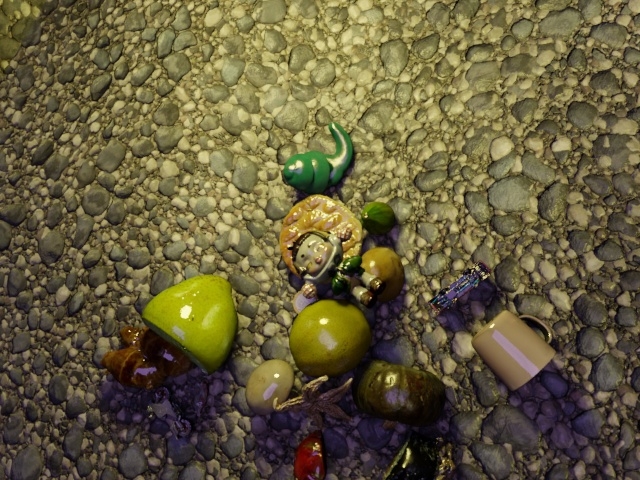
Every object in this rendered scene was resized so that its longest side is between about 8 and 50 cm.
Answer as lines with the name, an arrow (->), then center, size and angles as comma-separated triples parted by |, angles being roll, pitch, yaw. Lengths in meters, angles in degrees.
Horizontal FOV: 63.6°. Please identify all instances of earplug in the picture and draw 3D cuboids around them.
earplug -> -0.011, -0.292, 1.921 | 0.164, 0.280, 0.257 | 45, 131, 34

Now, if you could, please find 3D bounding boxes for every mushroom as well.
mushroom -> -0.161, 0.525, 1.854 | 0.206, 0.209, 0.206 | -17, 69, 53

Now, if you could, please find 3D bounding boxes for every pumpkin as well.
pumpkin -> 0.246, 0.531, 1.722 | 0.325, 0.232, 0.241 | 6, 87, 17

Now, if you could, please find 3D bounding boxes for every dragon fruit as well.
dragon fruit -> -0.041, 0.757, 1.812 | 0.121, 0.127, 0.160 | -5, 80, 3

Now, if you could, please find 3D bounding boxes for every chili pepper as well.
chili pepper -> -0.458, 0.589, 1.973 | 0.050, 0.041, 0.153 | 9, 101, 34

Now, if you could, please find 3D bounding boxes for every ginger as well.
ginger -> -0.671, 0.436, 1.985 | 0.358, 0.152, 0.274 | -27, 77, 7

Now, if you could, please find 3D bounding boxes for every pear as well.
pear -> -0.438, 0.266, 1.889 | 0.343, 0.238, 0.318 | 34, 61, 10
pear -> 0.027, 0.336, 1.771 | 0.295, 0.294, 0.294 | -2, 82, 13

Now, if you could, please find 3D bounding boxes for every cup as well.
cup -> 0.639, 0.332, 1.688 | 0.253, 0.191, 0.200 | -34, 71, -24

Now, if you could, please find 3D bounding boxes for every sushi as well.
sushi -> 0.329, 0.762, 1.679 | 0.219, 0.225, 0.238 | 36, 124, 6

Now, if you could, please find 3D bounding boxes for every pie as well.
pie -> 0.000, 0.000, 1.919 | 0.340, 0.083, 0.339 | -2, 83, 13

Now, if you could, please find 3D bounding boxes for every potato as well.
potato -> 0.203, 0.118, 1.824 | 0.178, 0.158, 0.203 | 9, 89, 15

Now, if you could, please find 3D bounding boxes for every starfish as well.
starfish -> 0.005, 0.556, 1.767 | 0.299, 0.302, 0.060 | -21, 40, 12

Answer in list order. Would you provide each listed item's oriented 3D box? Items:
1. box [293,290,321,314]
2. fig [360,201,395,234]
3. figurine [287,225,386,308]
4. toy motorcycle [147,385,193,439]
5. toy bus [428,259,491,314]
box -> -0.050, 0.234, 1.925 | 0.106, 0.037, 0.105 | -2, 81, 13
fig -> 0.199, -0.084, 1.848 | 0.123, 0.156, 0.123 | -3, 82, 19
figurine -> 0.046, 0.089, 1.756 | 0.370, 0.167, 0.281 | 32, 93, 24
toy motorcycle -> -0.585, 0.668, 1.973 | 0.122, 0.080, 0.215 | -38, 81, 6
toy bus -> 0.479, 0.164, 1.778 | 0.235, 0.096, 0.073 | -39, 75, 6
